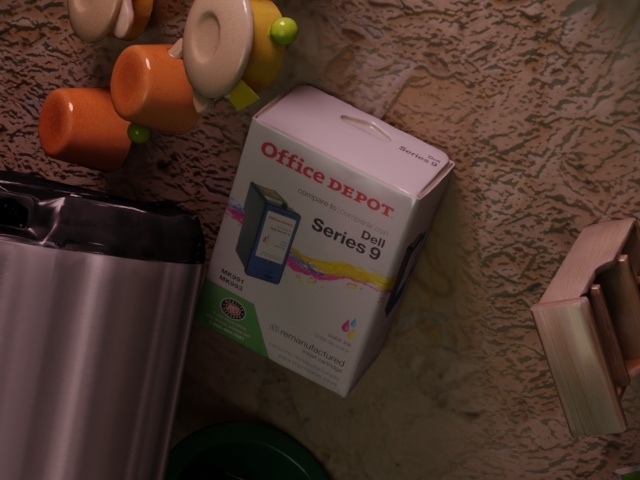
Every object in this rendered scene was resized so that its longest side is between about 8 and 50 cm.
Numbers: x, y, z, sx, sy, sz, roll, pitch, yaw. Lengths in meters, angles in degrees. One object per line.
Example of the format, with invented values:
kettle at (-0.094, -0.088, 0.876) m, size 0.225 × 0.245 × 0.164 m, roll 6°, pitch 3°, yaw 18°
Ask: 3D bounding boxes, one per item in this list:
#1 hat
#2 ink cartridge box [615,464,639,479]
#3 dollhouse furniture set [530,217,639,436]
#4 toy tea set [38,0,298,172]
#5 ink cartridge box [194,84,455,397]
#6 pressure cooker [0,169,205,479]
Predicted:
hat at (-0.097, 0.270, 1.472) m, size 0.208 × 0.173 × 0.183 m, roll 39°, pitch 160°, yaw 1°
ink cartridge box at (0.381, 0.247, 1.180) m, size 0.189 × 0.097 × 0.255 m, roll -24°, pitch 99°, yaw 48°
dollhouse furniture set at (0.299, 0.045, 1.099) m, size 0.242 × 0.161 × 0.212 m, roll -11°, pitch 110°, yaw 29°
toy tea set at (-0.106, -0.166, 1.219) m, size 0.336 × 0.124 × 0.200 m, roll -20°, pitch 71°, yaw 50°
ink cartridge box at (0.000, 0.000, 1.261) m, size 0.154 × 0.093 × 0.212 m, roll 27°, pitch 122°, yaw 11°
pressure cooker at (-0.306, 0.145, 1.243) m, size 0.370 × 0.376 × 0.420 m, roll 12°, pitch 92°, yaw 63°
